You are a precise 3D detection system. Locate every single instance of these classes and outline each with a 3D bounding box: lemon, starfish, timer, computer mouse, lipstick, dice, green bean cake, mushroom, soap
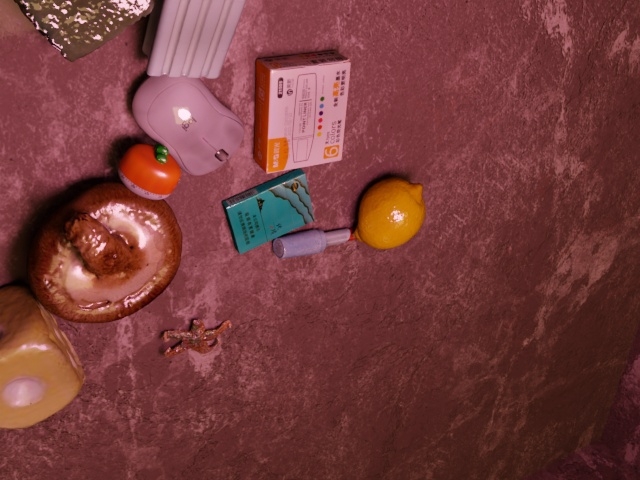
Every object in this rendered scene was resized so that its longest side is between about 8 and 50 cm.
[{"bbox_3d":[0.192,-0.073,2.108,0.244,0.187,0.187,-42,136,20],"label":"lemon"},{"bbox_3d":[-0.341,0.262,2.105,0.210,0.053,0.150,-21,143,-26],"label":"starfish"},{"bbox_3d":[-0.365,-0.161,1.664,0.136,0.099,0.136,-3,125,-4],"label":"timer"},{"bbox_3d":[-0.281,-0.257,1.706,0.184,0.121,0.297,-42,133,-3],"label":"computer mouse"},{"bbox_3d":[0.000,0.000,2.120,0.274,0.061,0.068,-11,124,-34],"label":"lipstick"},{"bbox_3d":[-0.692,0.264,1.731,0.227,0.233,0.238,-29,132,-11],"label":"dice"},{"bbox_3d":[-0.455,-0.475,1.428,0.227,0.125,0.222,-36,137,-4],"label":"green bean cake"},{"bbox_3d":[-0.479,0.027,1.731,0.345,0.239,0.345,-8,138,-7],"label":"mushroom"},{"bbox_3d":[-0.252,-0.441,1.522,0.160,0.087,0.265,-4,154,-25],"label":"soap"}]

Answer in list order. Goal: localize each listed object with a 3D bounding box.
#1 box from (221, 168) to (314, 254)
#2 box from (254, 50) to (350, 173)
[{"bbox_3d":[-0.132,-0.076,1.988,0.226,0.042,0.161,-24,133,-16],"label":"box"},{"bbox_3d":[-0.047,-0.309,1.842,0.221,0.091,0.273,-14,128,-24],"label":"box"}]
